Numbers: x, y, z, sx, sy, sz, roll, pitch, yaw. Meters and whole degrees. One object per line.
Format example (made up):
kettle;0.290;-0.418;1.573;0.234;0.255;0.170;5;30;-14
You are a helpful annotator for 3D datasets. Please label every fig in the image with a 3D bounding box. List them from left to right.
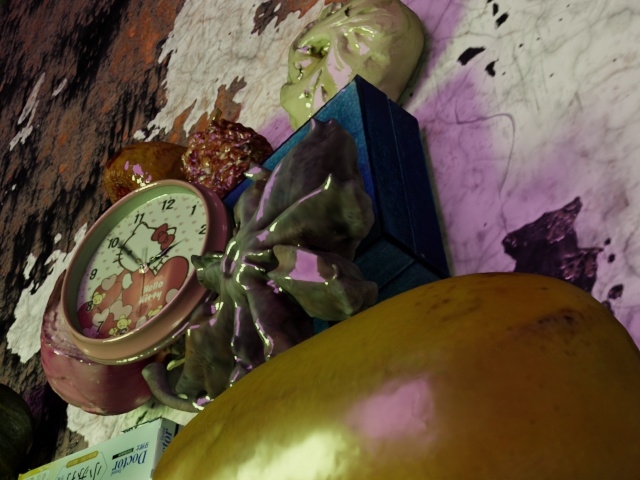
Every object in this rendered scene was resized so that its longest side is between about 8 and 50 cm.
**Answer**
fig;-0.218;-0.109;1.820;0.146;0.134;0.201;18;51;30

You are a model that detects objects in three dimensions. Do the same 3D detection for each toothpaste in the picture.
toothpaste;-0.270;0.299;1.526;0.313;0.071;0.089;-26;45;40

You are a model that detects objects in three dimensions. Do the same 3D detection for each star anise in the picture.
star anise;-0.039;0.039;1.196;0.316;0.139;0.359;-63;26;-7

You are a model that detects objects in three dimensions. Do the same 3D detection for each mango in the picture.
mango;0.055;0.166;0.976;0.445;0.232;0.300;-21;0;35

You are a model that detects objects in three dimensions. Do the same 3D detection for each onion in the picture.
onion;-0.263;0.123;1.582;0.200;0.200;0.207;-35;55;31

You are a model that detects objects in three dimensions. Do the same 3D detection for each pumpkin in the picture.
pumpkin;-0.500;0.303;1.763;0.224;0.157;0.224;-47;14;16

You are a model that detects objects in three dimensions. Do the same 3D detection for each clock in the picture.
clock;-0.203;0.035;1.455;0.244;0.056;0.244;-22;47;26

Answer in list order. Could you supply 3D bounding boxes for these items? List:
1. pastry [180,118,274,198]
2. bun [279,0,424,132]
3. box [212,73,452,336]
pastry;-0.115;-0.092;1.651;0.115;0.097;0.208;-58;28;9
bun;0.029;-0.228;1.561;0.210;0.116;0.237;-36;36;29
box;0.000;0.000;1.379;0.261;0.116;0.279;-41;34;27
